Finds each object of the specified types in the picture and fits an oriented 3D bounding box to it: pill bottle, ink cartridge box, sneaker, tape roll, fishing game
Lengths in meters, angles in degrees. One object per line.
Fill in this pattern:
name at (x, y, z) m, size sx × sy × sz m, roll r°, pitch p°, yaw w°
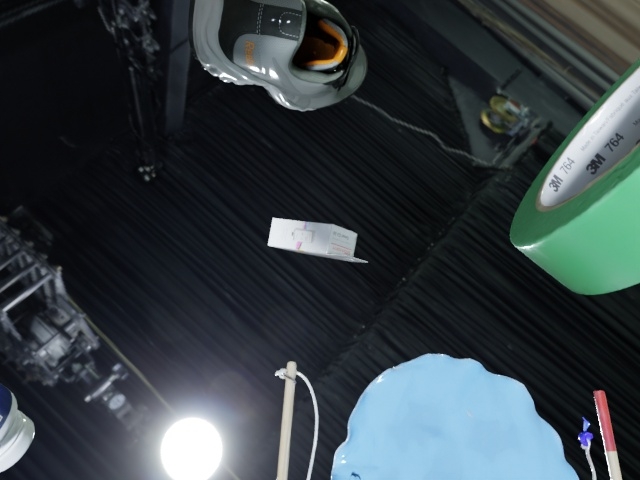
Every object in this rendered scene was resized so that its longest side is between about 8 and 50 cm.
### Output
pill bottle at (-0.471, 0.225, 0.689) m, size 0.112 × 0.112 × 0.187 m, roll -46°, pitch -44°, yaw -24°
ink cartridge box at (0.000, 0.000, 1.150) m, size 0.115 × 0.198 × 0.067 m, roll 17°, pitch -97°, yaw -57°
sneaker at (-0.006, -0.175, 0.509) m, size 0.271 × 0.107 × 0.100 m, roll -18°, pitch -59°, yaw -63°
tape roll at (0.313, -0.098, 0.488) m, size 0.321 × 0.077 × 0.321 m, roll -51°, pitch -4°, yaw -4°
fishing game at (0.095, 0.177, 0.371) m, size 0.041 × 0.263 × 0.189 m, roll 116°, pitch 156°, yaw -63°
